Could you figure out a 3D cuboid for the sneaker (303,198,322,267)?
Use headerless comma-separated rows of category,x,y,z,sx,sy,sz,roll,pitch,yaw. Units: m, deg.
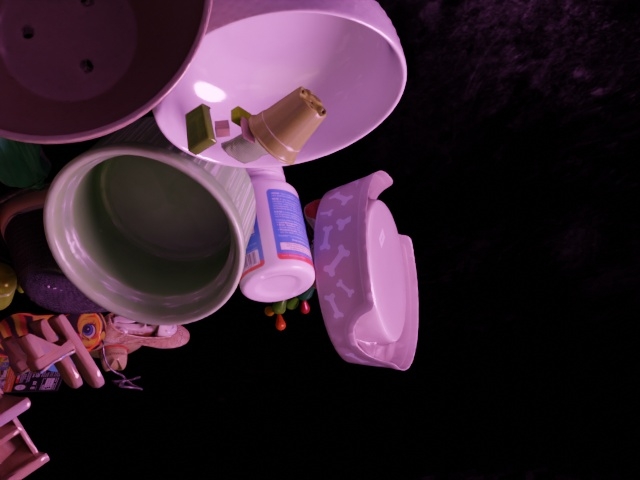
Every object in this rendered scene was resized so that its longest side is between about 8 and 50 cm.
sneaker,0.000,0.000,1.879,0.092,0.088,0.225,-12,151,6

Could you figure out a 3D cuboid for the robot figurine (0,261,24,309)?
robot figurine,-0.582,0.083,1.820,0.101,0.067,0.115,9,146,-20

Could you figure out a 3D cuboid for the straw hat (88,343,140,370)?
straw hat,-0.446,0.251,2.190,0.144,0.061,0.144,-9,152,-5

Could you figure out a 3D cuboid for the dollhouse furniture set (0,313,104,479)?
dollhouse furniture set,-0.582,0.338,1.775,0.362,0.256,0.394,-34,-170,-27

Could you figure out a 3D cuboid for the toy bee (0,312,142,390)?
toy bee,-0.486,0.178,1.987,0.298,0.162,0.195,15,175,-20

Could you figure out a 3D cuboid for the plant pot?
plant pot,-0.036,-0.155,1.306,0.079,0.083,0.083,-41,142,22

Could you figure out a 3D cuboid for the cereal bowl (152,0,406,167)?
cereal bowl,-0.063,-0.243,1.350,0.338,0.141,0.339,-9,151,-5

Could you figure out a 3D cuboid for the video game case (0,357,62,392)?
video game case,-0.663,0.259,2.148,0.248,0.035,0.275,1,150,-24

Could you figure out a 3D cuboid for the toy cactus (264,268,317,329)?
toy cactus,-0.036,0.090,2.019,0.180,0.112,0.219,-14,146,-1

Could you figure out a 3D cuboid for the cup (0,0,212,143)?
cup,-0.288,-0.253,1.113,0.331,0.331,0.237,-7,177,-9

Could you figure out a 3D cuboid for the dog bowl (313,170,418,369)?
dog bowl,0.082,0.056,1.769,0.102,0.349,0.349,-8,154,17

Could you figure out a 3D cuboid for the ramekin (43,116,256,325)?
ramekin,-0.242,-0.037,1.517,0.303,0.148,0.303,6,123,10

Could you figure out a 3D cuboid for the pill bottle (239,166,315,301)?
pill bottle,-0.087,-0.022,1.660,0.124,0.222,0.124,-9,152,-5

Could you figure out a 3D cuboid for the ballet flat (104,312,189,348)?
ballet flat,-0.358,0.182,2.095,0.206,0.073,0.067,3,134,-33

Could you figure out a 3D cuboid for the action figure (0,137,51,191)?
action figure,-0.453,-0.139,1.469,0.137,0.063,0.232,-15,148,1

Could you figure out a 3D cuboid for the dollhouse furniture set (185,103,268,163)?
dollhouse furniture set,-0.110,-0.125,1.339,0.076,0.059,0.151,-27,148,27

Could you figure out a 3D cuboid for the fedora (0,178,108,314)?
fedora,-0.406,0.032,1.707,0.334,0.153,0.334,-9,152,-5

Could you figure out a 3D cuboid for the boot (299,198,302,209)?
boot,-0.104,-0.046,1.802,0.099,0.045,0.121,17,141,-37
